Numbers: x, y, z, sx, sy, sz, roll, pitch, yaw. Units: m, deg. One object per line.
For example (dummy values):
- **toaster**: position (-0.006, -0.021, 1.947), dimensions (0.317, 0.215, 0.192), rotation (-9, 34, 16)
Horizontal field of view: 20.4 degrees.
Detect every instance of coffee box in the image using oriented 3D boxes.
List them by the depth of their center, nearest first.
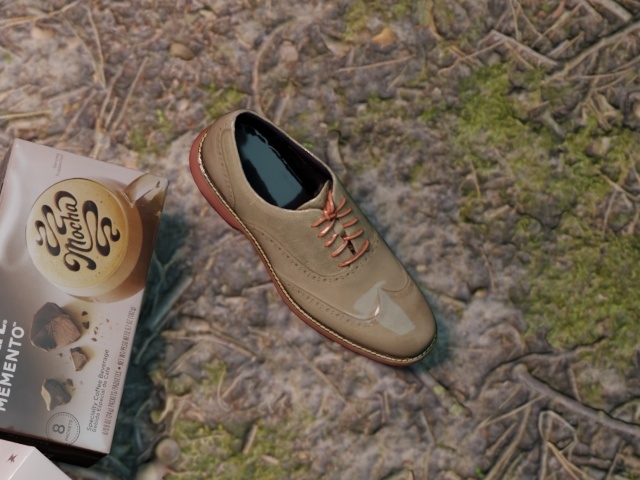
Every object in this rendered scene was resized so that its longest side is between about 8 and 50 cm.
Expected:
- **coffee box**: position (-0.274, 0.067, 1.822), dimensions (0.168, 0.119, 0.297), rotation (16, 73, -14)

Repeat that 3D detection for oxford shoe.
- **oxford shoe**: position (0.000, 0.000, 1.915), dimensions (0.348, 0.130, 0.123), rotation (43, 69, -4)

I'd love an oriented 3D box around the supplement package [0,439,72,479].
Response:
- **supplement package**: position (-0.277, 0.339, 1.678), dimensions (0.262, 0.198, 0.199), rotation (46, 68, -24)
